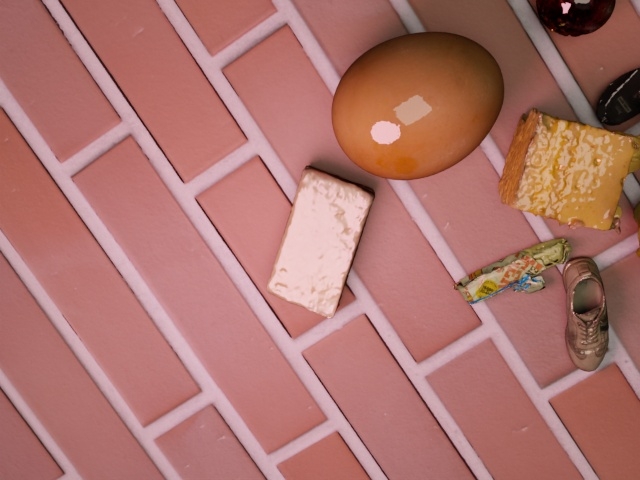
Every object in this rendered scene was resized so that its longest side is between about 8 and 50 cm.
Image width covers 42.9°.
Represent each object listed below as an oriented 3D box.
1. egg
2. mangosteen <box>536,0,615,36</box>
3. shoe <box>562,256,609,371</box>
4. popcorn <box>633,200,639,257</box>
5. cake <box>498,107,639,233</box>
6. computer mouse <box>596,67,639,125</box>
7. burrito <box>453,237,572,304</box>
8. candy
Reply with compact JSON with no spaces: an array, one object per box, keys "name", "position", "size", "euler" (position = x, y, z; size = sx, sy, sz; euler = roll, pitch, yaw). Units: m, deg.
[{"name":"egg","position":[0.207,-0.286,1.735],"size":[0.373,0.301,0.301],"euler":[-15,100,2]},{"name":"mangosteen","position":[0.550,-0.526,1.738],"size":[0.172,0.172,0.184],"euler":[28,82,-2]},{"name":"shoe","position":[0.621,0.180,1.902],"size":[0.103,0.098,0.275],"euler":[-10,102,10]},{"name":"popcorn","position":[0.835,-0.043,1.749],"size":[0.321,0.290,0.326],"euler":[-41,119,-6]},{"name":"cake","position":[0.560,-0.150,1.776],"size":[0.285,0.222,0.228],"euler":[15,103,0]},{"name":"computer mouse","position":[0.687,-0.325,1.815],"size":[0.172,0.057,0.099],"euler":[-38,112,12]},{"name":"burrito","position":[0.458,0.085,1.914],"size":[0.288,0.054,0.104],"euler":[-26,98,9]},{"name":"candy","position":[0.000,0.000,1.893],"size":[0.179,0.135,0.321],"euler":[18,100,1]}]
